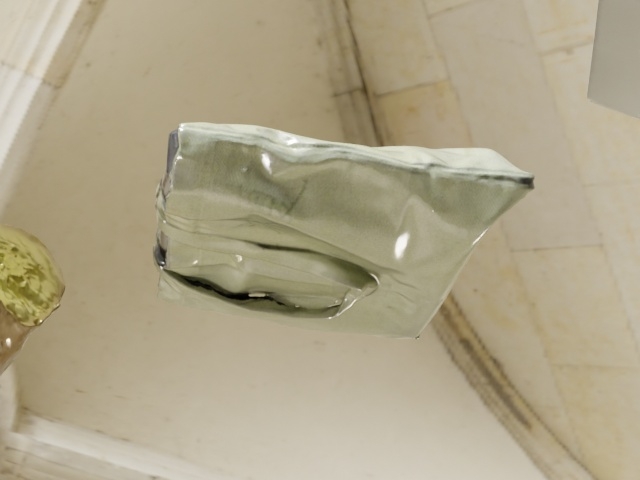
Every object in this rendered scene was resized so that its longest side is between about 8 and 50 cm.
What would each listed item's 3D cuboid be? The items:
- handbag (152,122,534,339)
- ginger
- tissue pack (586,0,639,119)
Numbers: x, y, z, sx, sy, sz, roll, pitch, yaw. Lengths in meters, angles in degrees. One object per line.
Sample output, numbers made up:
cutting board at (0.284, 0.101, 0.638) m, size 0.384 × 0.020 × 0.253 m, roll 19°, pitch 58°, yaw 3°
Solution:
handbag at (-0.003, -0.002, 0.957) m, size 0.253 × 0.316 × 0.109 m, roll 8°, pitch -111°, yaw -7°
ginger at (-0.319, 0.098, 0.884) m, size 0.123 × 0.270 × 0.219 m, roll 47°, pitch -156°, yaw -2°
tissue pack at (0.321, -0.221, 1.026) m, size 0.159 × 0.136 × 0.246 m, roll -57°, pitch -22°, yaw -26°
